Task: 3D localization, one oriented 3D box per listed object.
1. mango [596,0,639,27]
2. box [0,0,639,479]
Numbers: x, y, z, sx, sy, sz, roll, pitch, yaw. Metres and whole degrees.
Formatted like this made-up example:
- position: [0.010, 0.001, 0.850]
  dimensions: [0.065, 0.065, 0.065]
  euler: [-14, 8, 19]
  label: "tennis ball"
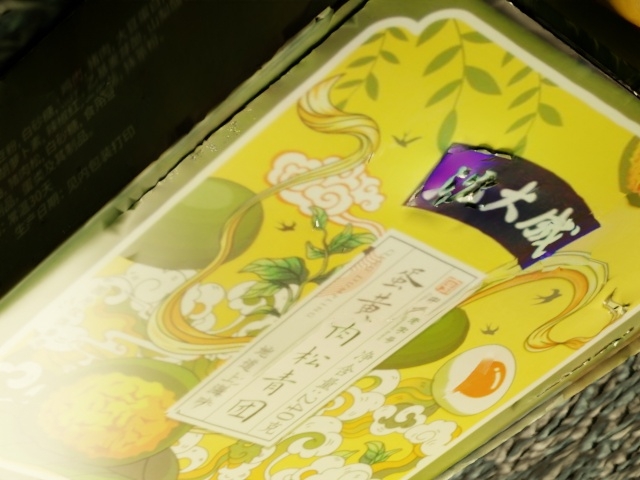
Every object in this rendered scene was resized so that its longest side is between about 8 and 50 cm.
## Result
- position: [0.173, -0.198, 0.818]
  dimensions: [0.151, 0.156, 0.248]
  euler: [-9, 134, -15]
  label: "mango"
- position: [0.000, 0.000, 1.011]
  dimensions: [0.420, 0.138, 0.373]
  euler: [-39, 140, 22]
  label: "box"
